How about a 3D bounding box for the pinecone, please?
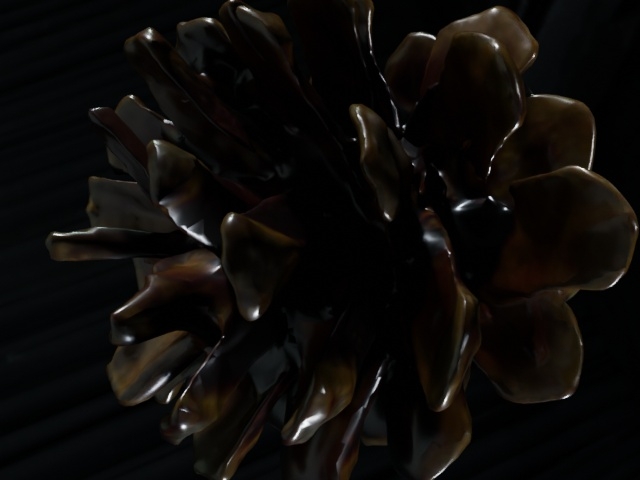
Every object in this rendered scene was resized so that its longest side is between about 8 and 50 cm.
[{"bbox_3d":[-0.002,-0.001,0.546,0.229,0.201,0.202,-52,-139,22],"label":"pinecone"}]
